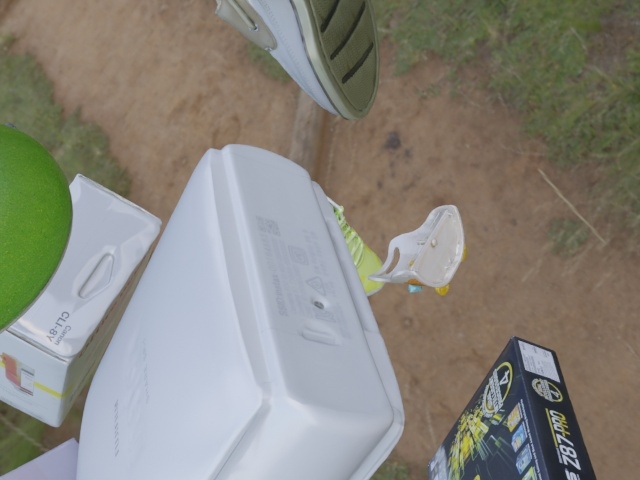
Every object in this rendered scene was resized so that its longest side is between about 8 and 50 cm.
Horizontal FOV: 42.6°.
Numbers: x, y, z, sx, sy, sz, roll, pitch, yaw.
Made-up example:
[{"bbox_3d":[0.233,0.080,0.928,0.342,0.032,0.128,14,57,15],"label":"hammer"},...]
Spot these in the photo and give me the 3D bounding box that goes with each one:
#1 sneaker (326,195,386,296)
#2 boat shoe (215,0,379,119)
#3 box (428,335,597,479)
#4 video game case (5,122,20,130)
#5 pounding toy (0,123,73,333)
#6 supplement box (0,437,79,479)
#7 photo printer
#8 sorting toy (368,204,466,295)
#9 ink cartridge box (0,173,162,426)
[{"bbox_3d":[0.000,0.000,1.549,0.147,0.384,0.145,-10,55,48],"label":"sneaker"},{"bbox_3d":[-0.039,-0.235,0.747,0.103,0.302,0.113,3,50,34],"label":"boat shoe"},{"bbox_3d":[0.283,0.383,1.254,0.395,0.097,0.318,-82,14,-61],"label":"box"},{"bbox_3d":[-0.447,0.008,0.983,0.274,0.026,0.196,-53,-11,-29],"label":"video game case"},{"bbox_3d":[-0.290,-0.016,0.520,0.236,0.110,0.183,-22,59,-4],"label":"pounding toy"},{"bbox_3d":[-0.269,0.286,0.706,0.073,0.130,0.239,45,130,21],"label":"supplement box"},{"bbox_3d":[-0.083,0.124,0.557,0.308,0.107,0.256,-58,30,29],"label":"photo printer"},{"bbox_3d":[0.079,0.015,0.705,0.075,0.045,0.083,-6,39,45],"label":"sorting toy"},{"bbox_3d":[-0.418,0.111,1.353,0.279,0.160,0.385,-63,6,-32],"label":"ink cartridge box"}]
